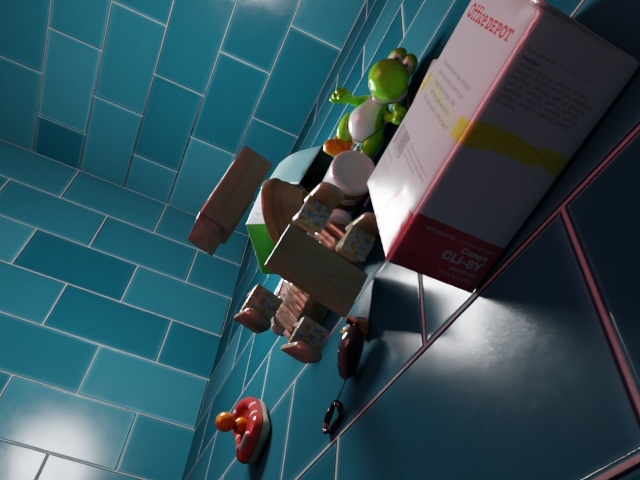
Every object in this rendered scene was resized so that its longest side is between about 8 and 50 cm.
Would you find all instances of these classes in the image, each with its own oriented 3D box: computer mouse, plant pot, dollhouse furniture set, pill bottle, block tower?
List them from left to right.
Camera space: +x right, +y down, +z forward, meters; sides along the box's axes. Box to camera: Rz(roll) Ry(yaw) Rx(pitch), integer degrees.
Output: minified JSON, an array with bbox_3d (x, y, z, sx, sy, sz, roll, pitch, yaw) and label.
[{"bbox_3d":[-0.068,0.012,1.229,0.362,0.394,0.256,-60,9,-22],"label":"dollhouse furniture set"},{"bbox_3d":[-0.084,-0.086,1.718,0.109,0.237,0.237,-14,37,16],"label":"plant pot"},{"bbox_3d":[-0.059,-0.198,1.893,0.234,0.165,0.166,3,56,48],"label":"plant pot"},{"bbox_3d":[-0.012,0.114,1.541,0.097,0.090,0.336,42,114,44],"label":"block tower"},{"bbox_3d":[0.037,0.292,1.168,0.071,0.041,0.242,-151,76,-69],"label":"computer mouse"},{"bbox_3d":[0.068,-0.149,1.603,0.229,0.131,0.131,122,165,-67],"label":"pill bottle"}]

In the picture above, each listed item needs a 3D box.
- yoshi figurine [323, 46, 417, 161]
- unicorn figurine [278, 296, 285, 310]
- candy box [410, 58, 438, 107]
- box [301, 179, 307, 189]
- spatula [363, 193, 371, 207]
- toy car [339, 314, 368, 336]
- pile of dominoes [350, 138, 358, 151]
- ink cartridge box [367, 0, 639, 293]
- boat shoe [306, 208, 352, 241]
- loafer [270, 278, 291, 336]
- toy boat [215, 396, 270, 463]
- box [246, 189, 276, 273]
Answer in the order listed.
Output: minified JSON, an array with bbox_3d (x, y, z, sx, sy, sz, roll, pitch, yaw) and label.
[{"bbox_3d":[0.145,-0.377,1.593,0.362,0.203,0.203,-60,30,22],"label":"yoshi figurine"},{"bbox_3d":[-0.060,0.194,1.680,0.060,0.161,0.111,-96,3,-55],"label":"unicorn figurine"},{"bbox_3d":[0.260,-0.351,1.389,0.105,0.027,0.206,-118,50,-71],"label":"candy box"},{"bbox_3d":[-0.051,-0.084,2.033,0.148,0.121,0.311,130,158,-56],"label":"box"},{"bbox_3d":[0.150,-0.101,1.423,0.084,0.030,0.296,-63,13,11],"label":"spatula"},{"bbox_3d":[0.070,0.182,1.239,0.040,0.060,0.122,-39,11,-18],"label":"toy car"},{"bbox_3d":[0.094,-0.351,2.065,0.251,0.040,0.196,132,156,-57],"label":"pile of dominoes"},{"bbox_3d":[0.238,-0.161,0.849,0.279,0.160,0.385,-91,26,-59],"label":"ink cartridge box"},{"bbox_3d":[0.000,0.000,1.679,0.335,0.121,0.119,124,162,-46],"label":"boat shoe"},{"bbox_3d":[-0.090,0.157,1.823,0.111,0.111,0.320,115,171,-55],"label":"loafer"},{"bbox_3d":[-0.246,0.562,1.702,0.231,0.151,0.151,-144,77,-77],"label":"toy boat"},{"bbox_3d":[-0.169,-0.040,2.166,0.231,0.126,0.262,-76,-20,-46],"label":"box"}]
